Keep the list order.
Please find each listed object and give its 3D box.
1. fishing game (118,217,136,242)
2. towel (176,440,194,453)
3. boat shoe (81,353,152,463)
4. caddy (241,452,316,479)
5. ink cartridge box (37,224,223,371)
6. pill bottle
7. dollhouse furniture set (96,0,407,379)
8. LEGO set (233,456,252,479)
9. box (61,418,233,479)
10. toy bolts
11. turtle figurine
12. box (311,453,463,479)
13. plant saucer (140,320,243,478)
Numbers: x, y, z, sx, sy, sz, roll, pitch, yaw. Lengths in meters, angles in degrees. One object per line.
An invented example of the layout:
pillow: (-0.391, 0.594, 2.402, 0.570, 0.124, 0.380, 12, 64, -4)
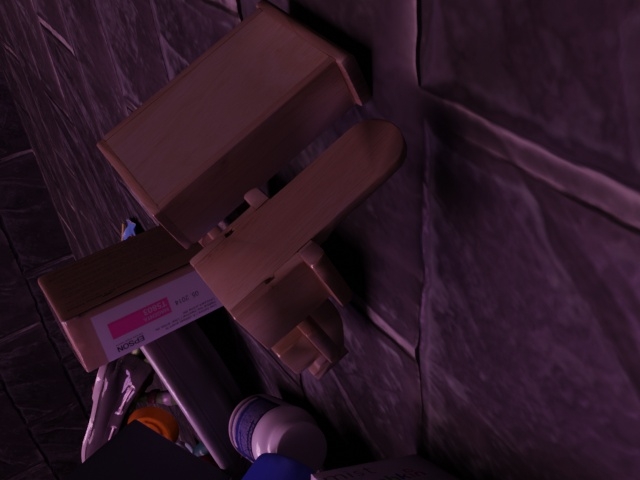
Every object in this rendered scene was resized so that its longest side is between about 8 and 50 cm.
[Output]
fishing game: (-0.403, 0.044, 1.476, 0.264, 0.041, 0.189, -142, 56, -62)
towel: (-0.282, 0.762, 1.963, 0.374, 0.090, 0.321, 41, 150, 44)
boat shoe: (-0.410, 0.358, 1.431, 0.112, 0.095, 0.335, -80, 8, -56)
caddy: (-0.035, 0.399, 0.840, 0.241, 0.179, 0.341, 31, 150, 6)
ink cartridge box: (-0.260, 0.066, 1.017, 0.193, 0.234, 0.088, 28, 138, 56)
pill bottle: (-0.056, 0.263, 0.954, 0.169, 0.094, 0.094, -8, 105, 66)
dollhouse furniture set: (0.000, 0.000, 0.627, 0.303, 0.174, 0.355, 45, 174, 39)
LEGO set: (-0.102, 0.534, 1.310, 0.287, 0.107, 0.132, 38, 145, 47)
box: (-0.244, 0.502, 1.210, 0.296, 0.182, 0.294, 12, 132, 44)
toy bolts: (-0.281, 0.403, 1.439, 0.158, 0.228, 0.218, -80, 1, -67)
turtle figurine: (-0.339, 0.262, 1.555, 0.198, 0.274, 0.266, -98, 24, -57)
box: (0.093, 0.341, 0.582, 0.231, 0.126, 0.262, 6, 97, 64)
plant saucer: (-0.232, 0.218, 1.235, 0.400, 0.100, 0.400, 50, 163, 21)
